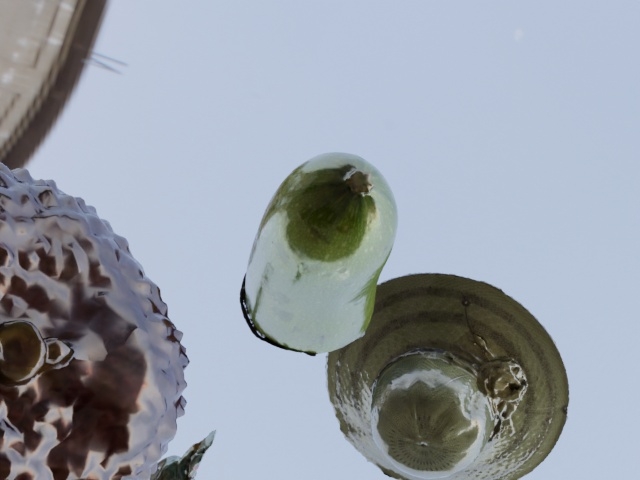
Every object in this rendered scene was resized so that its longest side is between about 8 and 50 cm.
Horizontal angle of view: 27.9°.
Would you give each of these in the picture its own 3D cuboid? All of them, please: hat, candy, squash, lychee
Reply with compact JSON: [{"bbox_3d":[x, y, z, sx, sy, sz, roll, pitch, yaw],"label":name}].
[{"bbox_3d":[0.106,0.162,1.222,0.251,0.110,0.252,6,-65,13],"label":"hat"},{"bbox_3d":[-0.120,0.198,0.887,0.046,0.053,0.182,32,-74,6],"label":"candy"},{"bbox_3d":[0.000,0.000,0.819,0.095,0.188,0.095,3,-116,-6],"label":"squash"},{"bbox_3d":[-0.158,0.055,0.559,0.194,0.194,0.195,0,-91,16],"label":"lychee"}]
